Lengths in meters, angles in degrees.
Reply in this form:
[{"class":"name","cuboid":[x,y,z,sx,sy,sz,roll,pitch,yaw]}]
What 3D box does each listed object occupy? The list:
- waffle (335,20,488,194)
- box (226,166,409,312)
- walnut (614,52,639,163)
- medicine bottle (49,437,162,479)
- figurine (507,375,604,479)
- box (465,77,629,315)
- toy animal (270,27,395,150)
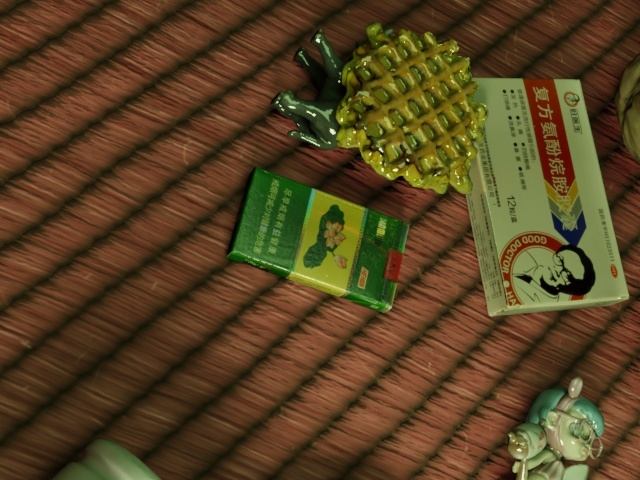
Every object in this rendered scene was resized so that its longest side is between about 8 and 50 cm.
[{"class":"waffle","cuboid":[0.133,-0.183,1.359,0.243,0.059,0.238,15,66,-27]},{"class":"box","cuboid":[0.000,0.000,1.333,0.235,0.034,0.132,19,67,-14]},{"class":"walnut","cuboid":[0.595,-0.200,1.516,0.273,0.273,0.227,1,106,-21]},{"class":"medicine bottle","cuboid":[-0.278,0.382,1.015,0.202,0.202,0.316,47,64,-2]},{"class":"figurine","cuboid":[0.280,0.295,1.303,0.205,0.103,0.260,48,65,-29]},{"class":"box","cuboid":[0.320,-0.070,1.464,0.214,0.069,0.353,-3,76,-22]},{"class":"toy animal","cuboid":[0.028,-0.235,1.394,0.137,0.082,0.269,39,60,-9]}]
